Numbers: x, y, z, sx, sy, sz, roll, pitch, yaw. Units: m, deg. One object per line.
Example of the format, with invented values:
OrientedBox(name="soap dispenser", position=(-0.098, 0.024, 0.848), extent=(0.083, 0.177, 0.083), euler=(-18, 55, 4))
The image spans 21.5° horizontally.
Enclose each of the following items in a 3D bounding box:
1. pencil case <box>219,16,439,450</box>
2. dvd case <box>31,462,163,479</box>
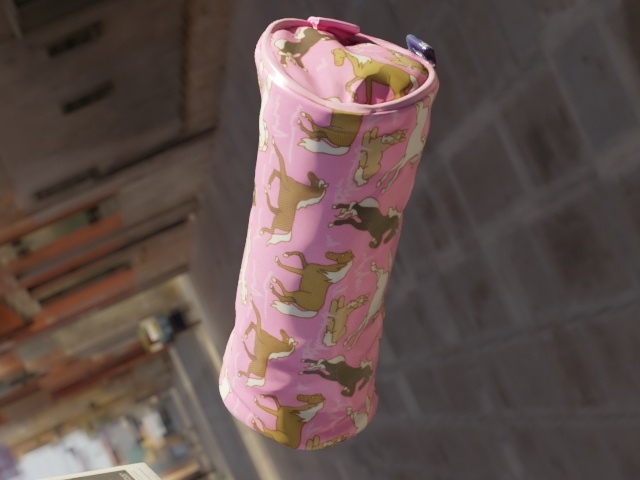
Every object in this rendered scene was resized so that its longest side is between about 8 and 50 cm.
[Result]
OrientedBox(name="pencil case", position=(0.000, 0.000, 1.476), extent=(0.160, 0.167, 0.386), euler=(30, 129, 30))
OrientedBox(name="dvd case", position=(-0.200, 0.265, 1.466), extent=(0.179, 0.238, 0.030), euler=(36, 117, 39))
